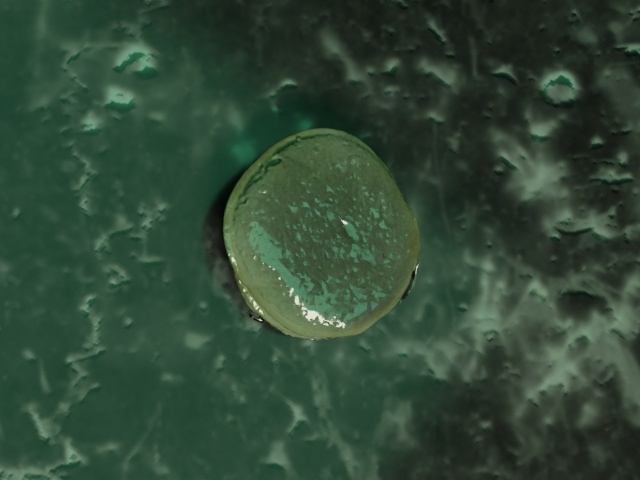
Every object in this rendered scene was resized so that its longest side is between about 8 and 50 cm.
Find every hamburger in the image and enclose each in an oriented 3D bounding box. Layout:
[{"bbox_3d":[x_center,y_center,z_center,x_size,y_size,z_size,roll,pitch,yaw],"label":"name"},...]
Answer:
[{"bbox_3d":[0.000,0.000,0.777,0.133,0.062,0.140,-38,94,-17],"label":"hamburger"}]
